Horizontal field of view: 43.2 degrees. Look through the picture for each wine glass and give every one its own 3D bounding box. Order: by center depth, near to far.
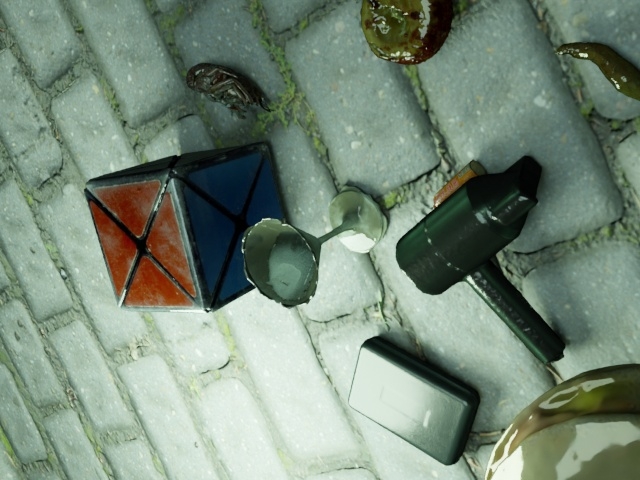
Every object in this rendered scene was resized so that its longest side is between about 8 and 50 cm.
[{"bbox_3d":[0.000,0.000,1.317,0.156,0.232,0.156,16,118,32],"label":"wine glass"}]

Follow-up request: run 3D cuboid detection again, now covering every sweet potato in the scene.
[{"bbox_3d":[0.382,-0.227,1.065,0.153,0.038,0.041,39,104,21],"label":"sweet potato"}]

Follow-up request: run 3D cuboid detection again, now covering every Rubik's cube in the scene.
[{"bbox_3d":[-0.233,-0.024,1.472,0.254,0.260,0.260,-1,105,39],"label":"Rubik's cube"}]

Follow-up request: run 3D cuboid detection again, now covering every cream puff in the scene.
[{"bbox_3d":[0.129,-0.331,1.185,0.149,0.084,0.149,12,111,35],"label":"cream puff"}]

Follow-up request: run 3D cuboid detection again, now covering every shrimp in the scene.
[{"bbox_3d":[-0.161,-0.266,1.444,0.190,0.075,0.073,28,91,14],"label":"shrimp"}]

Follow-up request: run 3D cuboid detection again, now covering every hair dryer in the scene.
[{"bbox_3d":[0.294,0.045,1.212,0.302,0.116,0.244,47,130,-2],"label":"hair dryer"}]

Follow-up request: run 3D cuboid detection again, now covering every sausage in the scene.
[{"bbox_3d":[0.209,-0.081,1.258,0.031,0.031,0.107,53,130,8],"label":"sausage"}]

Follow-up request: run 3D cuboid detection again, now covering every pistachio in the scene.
[{"bbox_3d":[0.411,0.361,1.119,0.365,0.281,0.446,13,127,3],"label":"pistachio"}]

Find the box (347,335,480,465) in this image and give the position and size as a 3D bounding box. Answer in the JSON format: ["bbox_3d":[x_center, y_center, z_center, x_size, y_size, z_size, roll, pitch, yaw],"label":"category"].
[{"bbox_3d":[0.160,0.279,1.424,0.230,0.050,0.160,27,122,27],"label":"box"}]
